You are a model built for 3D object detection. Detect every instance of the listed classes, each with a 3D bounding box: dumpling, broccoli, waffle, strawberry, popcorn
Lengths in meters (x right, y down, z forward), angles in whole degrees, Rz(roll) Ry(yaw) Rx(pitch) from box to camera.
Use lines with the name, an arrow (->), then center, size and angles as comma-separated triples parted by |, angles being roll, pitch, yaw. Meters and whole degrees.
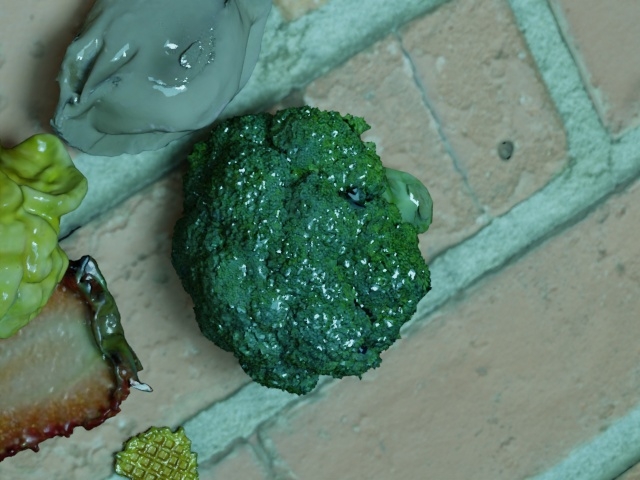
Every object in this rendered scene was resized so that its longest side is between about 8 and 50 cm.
dumpling -> -0.128, -0.153, 1.467 | 0.247, 0.142, 0.172 | -39, 149, -14
broccoli -> 0.000, 0.000, 1.499 | 0.270, 0.270, 0.270 | -25, 115, -45
waffle -> -0.155, 0.220, 1.600 | 0.078, 0.016, 0.085 | -30, 113, -10
strawberry -> -0.263, 0.105, 1.505 | 0.208, 0.087, 0.167 | -18, 90, 11
popcorn -> -0.320, -0.019, 1.380 | 0.235, 0.181, 0.217 | 41, 101, -11
